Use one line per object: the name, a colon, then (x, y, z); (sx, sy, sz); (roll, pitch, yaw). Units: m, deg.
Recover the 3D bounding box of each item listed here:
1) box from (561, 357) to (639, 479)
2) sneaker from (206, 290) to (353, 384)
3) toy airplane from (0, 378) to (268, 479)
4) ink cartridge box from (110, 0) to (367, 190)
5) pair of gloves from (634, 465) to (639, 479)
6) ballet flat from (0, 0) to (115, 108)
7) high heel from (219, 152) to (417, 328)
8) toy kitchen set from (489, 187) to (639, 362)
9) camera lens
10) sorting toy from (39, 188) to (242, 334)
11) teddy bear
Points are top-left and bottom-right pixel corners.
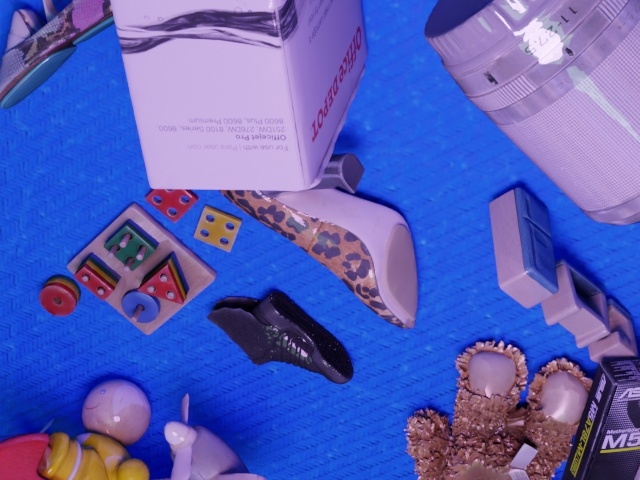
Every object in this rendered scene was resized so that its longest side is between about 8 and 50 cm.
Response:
box: (0.378, 0.206, 1.764); (0.190, 0.045, 0.184); (-4, 130, -20)
sneaker: (-0.046, 0.121, 1.862); (0.170, 0.051, 0.089); (45, 122, -11)
toy airplane: (-0.237, 0.308, 1.934); (0.386, 0.273, 0.384); (4, 162, 1)
ink cartridge box: (-0.077, -0.279, 1.456); (0.166, 0.285, 0.395); (1, 123, 15)
pair of gloves: (0.465, 0.180, 1.723); (0.240, 0.042, 0.204); (-7, 132, -11)
ballet flat: (-0.279, -0.228, 1.680); (0.221, 0.077, 0.079); (-33, 92, 25)
high heel: (0.000, 0.000, 1.765); (0.186, 0.093, 0.261); (1, 134, 35)
toy kitchen set: (0.310, 0.016, 1.683); (0.166, 0.122, 0.207); (-31, 131, 29)
camera lens: (0.261, -0.167, 1.487); (0.274, 0.219, 0.219); (43, 122, -15)
sorting toy: (-0.209, 0.039, 1.848); (0.132, 0.046, 0.274); (42, 122, -15)
teddy bear: (0.213, 0.267, 1.872); (0.245, 0.113, 0.338); (-2, 115, 7)
